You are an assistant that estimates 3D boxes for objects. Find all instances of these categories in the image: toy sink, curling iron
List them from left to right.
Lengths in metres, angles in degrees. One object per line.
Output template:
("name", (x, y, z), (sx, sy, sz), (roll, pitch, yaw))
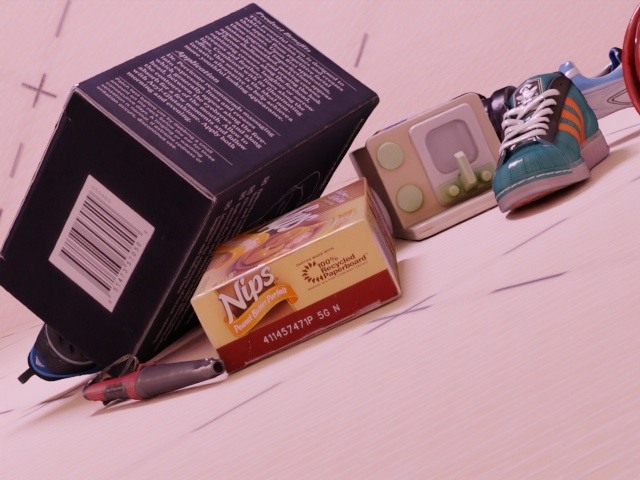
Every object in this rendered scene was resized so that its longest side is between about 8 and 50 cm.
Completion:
("curling iron", (-0.164, 0.131, 1.663), (0.068, 0.035, 0.274), (-40, 11, -28))
("toy sink", (0.138, -0.091, 2.058), (0.153, 0.131, 0.234), (-25, 4, -5))

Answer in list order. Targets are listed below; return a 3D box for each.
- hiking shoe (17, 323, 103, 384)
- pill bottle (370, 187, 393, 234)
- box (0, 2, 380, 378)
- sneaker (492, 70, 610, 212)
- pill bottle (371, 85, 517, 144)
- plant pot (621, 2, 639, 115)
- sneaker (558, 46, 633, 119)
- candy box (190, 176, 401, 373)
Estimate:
("hiking shoe", (-0.246, 0.090, 2.152), (0.304, 0.113, 0.132), (-19, -13, -43))
("pill bottle", (0.000, 0.000, 2.019), (0.160, 0.087, 0.087), (-27, 5, -23))
("box", (-0.155, -0.069, 2.016), (0.395, 0.212, 0.293), (-35, -20, -54))
("sneaker", (0.237, -0.114, 1.863), (0.108, 0.121, 0.302), (-23, 5, 21))
("pill bottle", (0.186, -0.132, 2.353), (0.219, 0.123, 0.123), (-22, 5, 28))
("plant pot", (0.347, -0.161, 1.396), (0.191, 0.191, 0.174), (-25, 2, -5))
("sneaker", (0.401, -0.199, 2.062), (0.237, 0.086, 0.085), (-10, 7, -12))
("candy box", (-0.019, 0.028, 1.710), (0.183, 0.087, 0.316), (-24, 7, 5))
